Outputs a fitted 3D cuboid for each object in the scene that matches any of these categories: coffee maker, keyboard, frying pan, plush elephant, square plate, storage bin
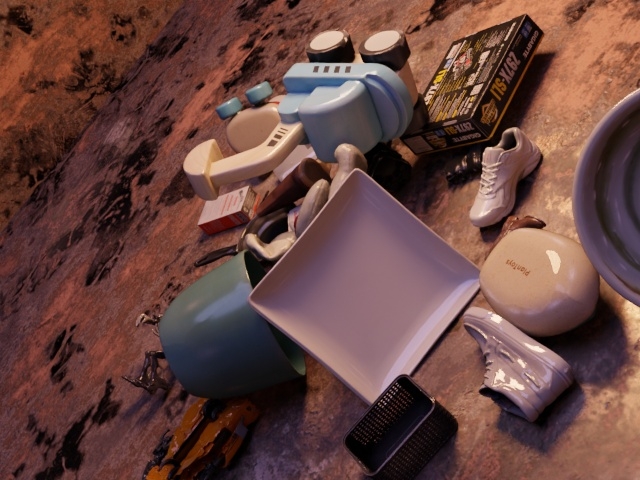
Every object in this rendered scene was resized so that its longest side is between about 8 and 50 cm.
[{"bbox_3d":[0.106,-0.191,2.098,0.171,0.120,0.178,-8,29,-20],"label":"coffee maker"},{"bbox_3d":[-0.022,-0.252,2.372,0.256,0.072,0.014,-36,-3,14],"label":"keyboard"},{"bbox_3d":[-0.178,0.022,2.269,0.326,0.053,0.197,-40,35,8],"label":"frying pan"},{"bbox_3d":[0.000,0.000,1.922,0.255,0.272,0.330,-2,54,43],"label":"plush elephant"},{"bbox_3d":[0.092,0.096,1.737,0.347,0.344,0.049,-50,1,-7],"label":"square plate"},{"bbox_3d":[0.143,0.350,1.599,0.180,0.084,0.122,-48,36,-2],"label":"storage bin"}]

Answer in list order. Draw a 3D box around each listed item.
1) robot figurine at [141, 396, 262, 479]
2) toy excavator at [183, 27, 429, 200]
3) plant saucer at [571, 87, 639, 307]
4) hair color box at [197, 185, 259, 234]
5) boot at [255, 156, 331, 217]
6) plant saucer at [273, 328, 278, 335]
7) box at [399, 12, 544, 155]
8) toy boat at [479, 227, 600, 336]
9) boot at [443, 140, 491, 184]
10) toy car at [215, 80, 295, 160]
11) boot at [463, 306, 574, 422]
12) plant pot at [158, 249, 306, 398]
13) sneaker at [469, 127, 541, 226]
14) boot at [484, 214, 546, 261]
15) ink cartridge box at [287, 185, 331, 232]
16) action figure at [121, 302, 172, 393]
[{"bbox_3d":[-0.262,0.452,1.909,0.291,0.085,0.211,-54,36,-12],"label":"robot figurine"},{"bbox_3d":[-0.035,-0.256,1.944,0.432,0.222,0.445,7,46,33],"label":"toy excavator"},{"bbox_3d":[0.608,-0.068,1.393,0.400,0.401,0.100,-21,-1,31],"label":"plant saucer"},{"bbox_3d":[-0.256,-0.082,2.453,0.167,0.053,0.093,-17,43,36],"label":"hair color box"},{"bbox_3d":[-0.072,-0.115,2.150,0.207,0.090,0.248,-37,3,16],"label":"boot"},{"bbox_3d":[-0.154,0.202,2.086,0.198,0.036,0.199,-26,40,24],"label":"plant saucer"},{"bbox_3d":[0.348,-0.358,2.043,0.257,0.079,0.322,-10,46,58],"label":"box"},{"bbox_3d":[0.445,0.035,1.573,0.318,0.148,0.267,-51,30,5],"label":"toy boat"},{"bbox_3d":[0.328,-0.185,1.973,0.099,0.045,0.121,-22,40,39],"label":"boot"},{"bbox_3d":[-0.136,-0.339,2.506,0.210,0.219,0.238,-22,13,31],"label":"toy car"},{"bbox_3d":[0.312,0.215,1.547,0.123,0.095,0.258,-45,36,-10],"label":"boot"},{"bbox_3d":[-0.200,0.200,1.872,0.235,0.293,0.293,-25,38,5],"label":"plant pot"},{"bbox_3d":[0.361,-0.137,1.825,0.090,0.115,0.232,9,62,49],"label":"sneaker"},{"bbox_3d":[0.381,0.005,1.734,0.114,0.037,0.106,-55,23,-18],"label":"boot"},{"bbox_3d":[0.022,-0.051,2.114,0.190,0.082,0.140,-31,37,22],"label":"ink cartridge box"},{"bbox_3d":[-0.384,0.240,2.196,0.164,0.141,0.276,-3,54,58],"label":"action figure"}]
